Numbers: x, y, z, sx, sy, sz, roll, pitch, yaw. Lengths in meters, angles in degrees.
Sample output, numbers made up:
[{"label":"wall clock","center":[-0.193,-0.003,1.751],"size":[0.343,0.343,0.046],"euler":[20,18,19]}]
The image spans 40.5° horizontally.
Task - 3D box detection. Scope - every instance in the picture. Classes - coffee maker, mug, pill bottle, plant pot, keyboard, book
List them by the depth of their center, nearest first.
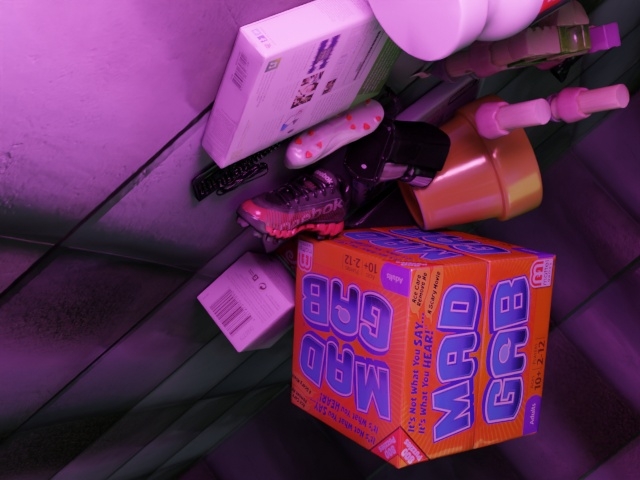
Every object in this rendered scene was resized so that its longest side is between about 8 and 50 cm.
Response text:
[{"label":"pill bottle","center":[0.240,-0.373,1.065],"size":[0.363,0.210,0.210],"euler":[-34,165,-23]},{"label":"keyboard","center":[-0.109,-0.117,1.342],"size":[0.192,0.038,0.100],"euler":[-35,166,-12]},{"label":"coffee maker","center":[0.153,-0.178,1.587],"size":[0.178,0.120,0.171],"euler":[-3,142,-47]},{"label":"book","center":[-0.078,-0.025,1.737],"size":[0.096,0.035,0.144],"euler":[-33,167,-7]},{"label":"plant pot","center":[0.288,-0.138,1.773],"size":[0.238,0.254,0.254],"euler":[-23,165,-3]},{"label":"mug","center":[-0.013,0.058,1.872],"size":[0.113,0.169,0.150],"euler":[-45,166,25]},{"label":"plant pot","center":[0.172,-0.026,1.964],"size":[0.188,0.167,0.187],"euler":[-40,-174,-8]}]

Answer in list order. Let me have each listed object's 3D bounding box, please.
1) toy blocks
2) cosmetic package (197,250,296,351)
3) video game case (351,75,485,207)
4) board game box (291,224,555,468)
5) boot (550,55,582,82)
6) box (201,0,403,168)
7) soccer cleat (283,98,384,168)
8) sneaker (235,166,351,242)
[{"label":"toy blocks","center":[0.344,-0.344,1.532],"size":[0.288,0.309,0.260],"euler":[-14,-173,-35]},{"label":"cosmetic package","center":[-0.130,0.129,1.831],"size":[0.151,0.151,0.183],"euler":[-42,167,10]},{"label":"video game case","center":[0.202,-0.222,1.824],"size":[0.329,0.036,0.300],"euler":[-38,166,-10]},{"label":"board game box","center":[0.190,0.178,1.691],"size":[0.356,0.357,0.356],"euler":[-4,-168,-34]},{"label":"boot","center":[0.628,-0.453,2.184],"size":[0.099,0.045,0.121],"euler":[-45,165,10]},{"label":"box","center":[-0.002,-0.240,1.193],"size":[0.322,0.058,0.232],"euler":[-28,163,-34]},{"label":"soccer cleat","center":[0.019,-0.179,1.438],"size":[0.196,0.068,0.076],"euler":[-32,179,-24]},{"label":"sneaker","center":[-0.039,-0.071,1.557],"size":[0.276,0.097,0.135],"euler":[-5,128,-51]}]
